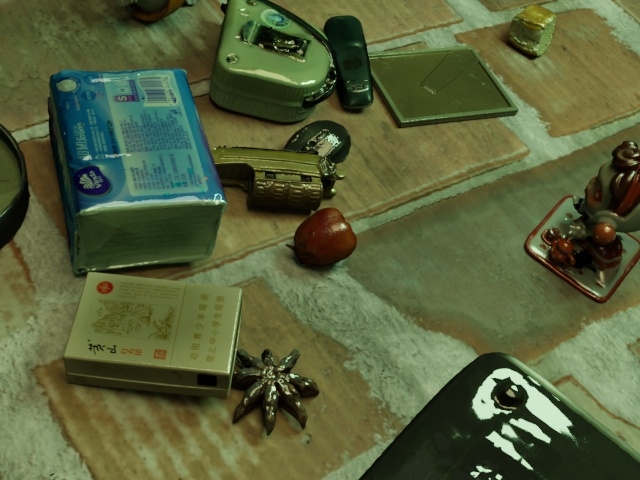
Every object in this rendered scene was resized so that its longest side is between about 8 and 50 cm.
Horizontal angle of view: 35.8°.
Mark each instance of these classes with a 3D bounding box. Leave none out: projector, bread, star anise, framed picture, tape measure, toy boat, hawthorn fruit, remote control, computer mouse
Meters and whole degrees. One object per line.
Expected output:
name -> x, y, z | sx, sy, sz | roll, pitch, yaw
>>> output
projector -> 0.196, 0.380, 1.031 | 0.395, 0.242, 0.405 | 40, 50, 15
bread -> 0.408, -0.405, 1.910 | 0.070, 0.076, 0.083 | 29, 46, 23
star anise -> -0.063, 0.183, 1.250 | 0.141, 0.042, 0.141 | 9, 49, -10
framed picture -> 0.209, -0.279, 1.766 | 0.250, 0.016, 0.184 | -10, 54, -27
tape measure -> -0.073, -0.312, 1.632 | 0.207, 0.115, 0.235 | 11, 47, -7
toy boat -> -0.075, -0.090, 1.468 | 0.226, 0.068, 0.088 | 4, 55, -17
hawthorn fruit -> 0.000, 0.000, 1.415 | 0.093, 0.081, 0.081 | -32, 62, -5
remote control -> 0.051, -0.313, 1.717 | 0.072, 0.042, 0.222 | -6, 52, -4
computer mouse -> -0.001, -0.154, 1.563 | 0.079, 0.047, 0.135 | 40, 52, 18

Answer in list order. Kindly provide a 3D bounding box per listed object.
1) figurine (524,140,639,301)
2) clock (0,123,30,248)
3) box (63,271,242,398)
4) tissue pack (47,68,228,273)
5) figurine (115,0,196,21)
figurine -> 0.455, -0.058, 1.515 | 0.160, 0.226, 0.183 | 37, 49, 13
clock -> -0.528, -0.080, 1.310 | 0.281, 0.055, 0.280 | 10, 47, -11
box -> -0.202, 0.116, 1.228 | 0.201, 0.058, 0.141 | 6, 48, -2
tissue pack -> -0.258, -0.102, 1.359 | 0.198, 0.146, 0.263 | -5, 53, -21
figurine -> -0.268, -0.459, 1.693 | 0.143, 0.143, 0.271 | 25, 27, 3
